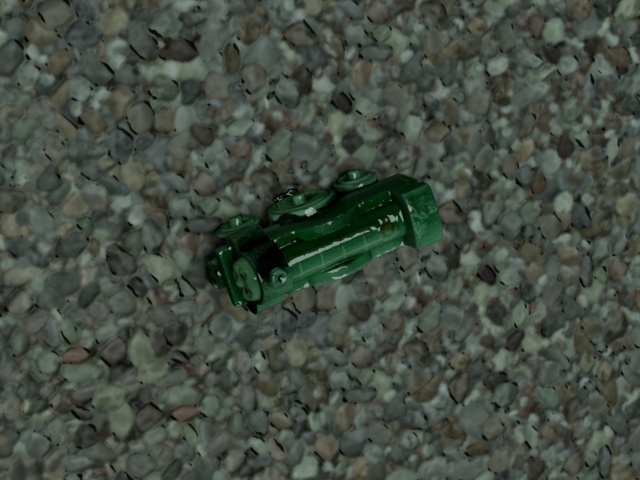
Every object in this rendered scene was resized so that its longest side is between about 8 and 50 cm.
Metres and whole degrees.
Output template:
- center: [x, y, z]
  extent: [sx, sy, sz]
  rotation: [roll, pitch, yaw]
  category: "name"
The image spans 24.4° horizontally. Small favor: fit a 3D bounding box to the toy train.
- center: [0.000, 0.000, 1.147]
  extent: [0.178, 0.104, 0.071]
  rotation: [-23, 109, -18]
  category: "toy train"
